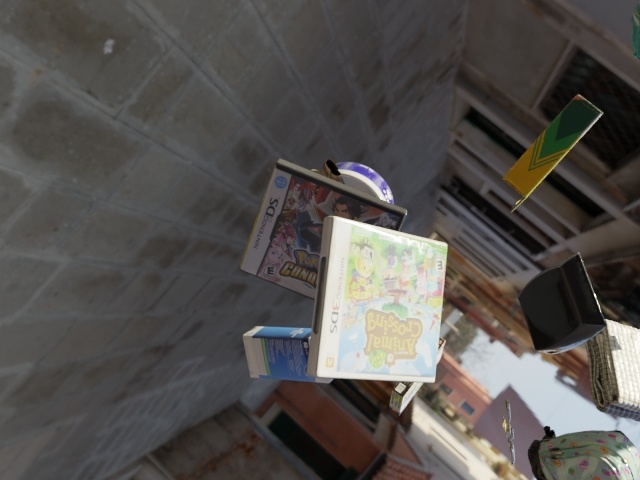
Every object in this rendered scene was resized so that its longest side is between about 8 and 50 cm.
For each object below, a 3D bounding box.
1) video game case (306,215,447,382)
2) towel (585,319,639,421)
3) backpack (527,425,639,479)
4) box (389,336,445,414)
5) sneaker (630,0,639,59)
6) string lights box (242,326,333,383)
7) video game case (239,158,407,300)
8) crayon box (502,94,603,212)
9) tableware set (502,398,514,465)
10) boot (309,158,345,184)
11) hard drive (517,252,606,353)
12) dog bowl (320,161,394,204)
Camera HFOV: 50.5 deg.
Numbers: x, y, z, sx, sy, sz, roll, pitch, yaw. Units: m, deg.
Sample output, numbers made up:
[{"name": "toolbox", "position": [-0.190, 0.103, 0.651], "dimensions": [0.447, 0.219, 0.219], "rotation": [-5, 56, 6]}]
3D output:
[{"name": "video game case", "position": [0.080, 0.082, 0.873], "dimensions": [0.212, 0.023, 0.194], "rotation": [12, 81, -38]}, {"name": "towel", "position": [0.921, 0.397, 2.027], "dimensions": [0.121, 0.234, 0.284], "rotation": [120, -18, -49]}, {"name": "backpack", "position": [0.481, 0.414, 1.221], "dimensions": [0.182, 0.152, 0.115], "rotation": [-30, -177, 44]}, {"name": "box", "position": [0.259, 0.358, 1.817], "dimensions": [0.207, 0.036, 0.114], "rotation": [-46, 155, -28]}, {"name": "sneaker", "position": [0.754, -0.428, 1.510], "dimensions": [0.110, 0.107, 0.275], "rotation": [102, -9, -65]}, {"name": "string lights box", "position": [-0.083, 0.319, 1.908], "dimensions": [0.076, 0.259, 0.133], "rotation": [-30, 115, -59]}, {"name": "video game case", "position": [0.000, 0.000, 1.367], "dimensions": [0.035, 0.274, 0.248], "rotation": [-64, 176, -69]}, {"name": "crayon box", "position": [0.577, -0.222, 1.750], "dimensions": [0.318, 0.081, 0.202], "rotation": [-51, 171, 17]}, {"name": "tableware set", "position": [0.546, 0.555, 1.974], "dimensions": [0.020, 0.169, 0.141], "rotation": [-7, -161, 18]}, {"name": "boot", "position": [0.013, -0.148, 1.516], "dimensions": [0.042, 0.118, 0.087], "rotation": [-28, 147, -25]}, {"name": "hard drive", "position": [0.494, 0.142, 1.423], "dimensions": [0.054, 0.172, 0.255], "rotation": [-10, 160, -9]}, {"name": "dog bowl", "position": [0.075, -0.088, 1.953], "dimensions": [0.265, 0.264, 0.104], "rotation": [-56, 179, 32]}]
